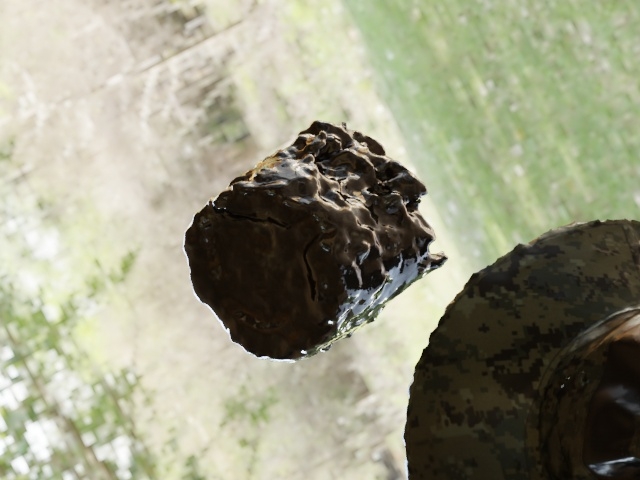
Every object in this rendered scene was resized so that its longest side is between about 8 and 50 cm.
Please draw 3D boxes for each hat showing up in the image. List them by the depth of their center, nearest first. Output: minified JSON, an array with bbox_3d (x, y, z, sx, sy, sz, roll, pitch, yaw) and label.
[{"bbox_3d":[0.186,0.099,0.775,0.265,0.266,0.128,62,164,2],"label":"hat"}]

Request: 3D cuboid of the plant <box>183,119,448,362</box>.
[{"bbox_3d":[0.000,0.000,1.355,0.178,0.204,0.234,49,-148,11],"label":"plant"}]
